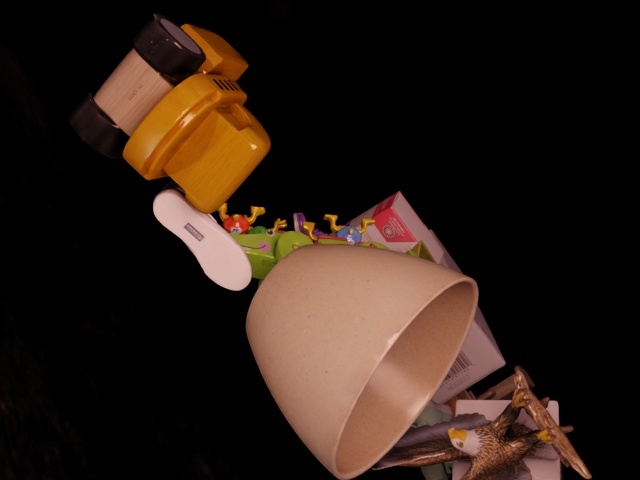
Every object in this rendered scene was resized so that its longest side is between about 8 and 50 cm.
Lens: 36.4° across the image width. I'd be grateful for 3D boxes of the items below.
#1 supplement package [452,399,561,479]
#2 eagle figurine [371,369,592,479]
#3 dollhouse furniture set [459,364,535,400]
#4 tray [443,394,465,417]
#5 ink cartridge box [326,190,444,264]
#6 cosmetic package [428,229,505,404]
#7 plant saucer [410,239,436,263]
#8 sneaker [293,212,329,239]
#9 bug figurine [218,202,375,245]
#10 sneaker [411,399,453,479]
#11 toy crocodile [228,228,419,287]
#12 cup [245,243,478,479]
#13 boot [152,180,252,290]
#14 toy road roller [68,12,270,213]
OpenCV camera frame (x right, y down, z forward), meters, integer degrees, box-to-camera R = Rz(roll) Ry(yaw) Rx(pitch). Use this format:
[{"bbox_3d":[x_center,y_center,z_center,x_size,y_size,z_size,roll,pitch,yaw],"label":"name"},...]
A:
[{"bbox_3d":[0.333,0.424,1.698,0.293,0.175,0.178,70,23,-50],"label":"supplement package"},{"bbox_3d":[0.231,0.340,1.498,0.225,0.298,0.226,45,15,-13],"label":"eagle figurine"},{"bbox_3d":[0.383,0.300,2.576,0.303,0.198,0.286,59,11,22],"label":"dollhouse furniture set"},{"bbox_3d":[0.409,0.525,2.340,0.411,0.076,0.203,42,17,-46],"label":"tray"},{"bbox_3d":[0.114,0.034,2.064,0.172,0.237,0.100,53,27,-12],"label":"ink cartridge box"},{"bbox_3d":[0.246,0.180,2.272,0.161,0.230,0.453,51,12,-23],"label":"cosmetic package"},{"bbox_3d":[0.179,0.127,1.722,0.188,0.045,0.188,52,41,-45],"label":"plant saucer"},{"bbox_3d":[0.000,0.000,2.171,0.170,0.071,0.068,51,11,-15],"label":"sneaker"},{"bbox_3d":[-0.049,-0.008,1.698,0.216,0.279,0.072,93,3,-82],"label":"bug figurine"},{"bbox_3d":[0.192,0.377,1.807,0.256,0.094,0.151,21,50,-53],"label":"sneaker"},{"bbox_3d":[0.006,0.037,1.570,0.340,0.115,0.105,8,49,-10],"label":"toy crocodile"},{"bbox_3d":[0.035,0.135,1.389,0.237,0.331,0.331,33,1,25],"label":"cup"},{"bbox_3d":[-0.170,-0.012,1.464,0.190,0.069,0.086,50,13,-14],"label":"boot"},{"bbox_3d":[-0.185,-0.169,1.430,0.240,0.202,0.329,44,13,3],"label":"toy road roller"}]
